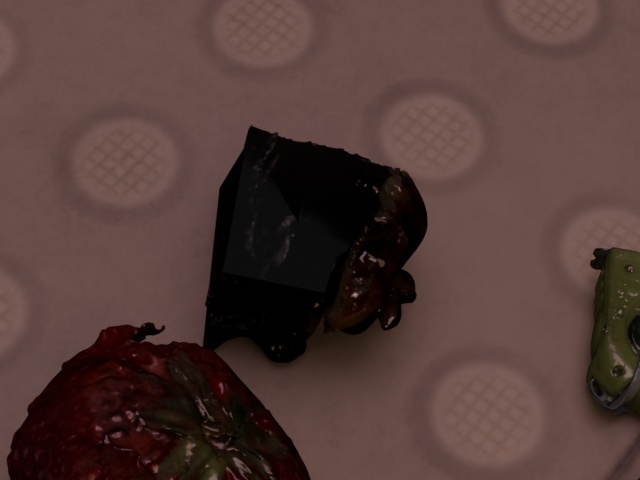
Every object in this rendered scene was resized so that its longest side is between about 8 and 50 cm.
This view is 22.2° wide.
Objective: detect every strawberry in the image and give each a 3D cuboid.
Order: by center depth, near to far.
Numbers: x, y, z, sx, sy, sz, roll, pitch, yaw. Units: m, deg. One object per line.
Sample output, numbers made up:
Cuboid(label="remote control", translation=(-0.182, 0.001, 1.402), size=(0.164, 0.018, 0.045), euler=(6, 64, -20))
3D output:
Cuboid(label="strawberry", translation=(-0.159, 0.214, 1.489), size=(0.274, 0.220, 0.274), euler=(28, 32, -20))

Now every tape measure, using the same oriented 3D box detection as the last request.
Cuboid(label="tape measure", translation=(0.341, 0.103, 1.643), size=(0.154, 0.087, 0.177), euler=(11, 61, 3))

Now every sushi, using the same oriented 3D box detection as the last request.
Cuboid(label="sushi", translation=(0.000, -0.001, 1.608), size=(0.212, 0.227, 0.215), euler=(10, 64, -5))

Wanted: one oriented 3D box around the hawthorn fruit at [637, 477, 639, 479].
Cuboid(label="hawthorn fruit", translation=(0.421, 0.262, 1.434), size=(0.276, 0.307, 0.276), euler=(10, 55, -15))
